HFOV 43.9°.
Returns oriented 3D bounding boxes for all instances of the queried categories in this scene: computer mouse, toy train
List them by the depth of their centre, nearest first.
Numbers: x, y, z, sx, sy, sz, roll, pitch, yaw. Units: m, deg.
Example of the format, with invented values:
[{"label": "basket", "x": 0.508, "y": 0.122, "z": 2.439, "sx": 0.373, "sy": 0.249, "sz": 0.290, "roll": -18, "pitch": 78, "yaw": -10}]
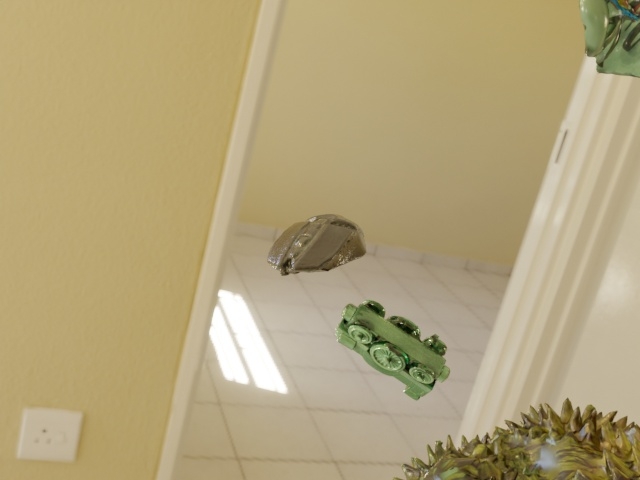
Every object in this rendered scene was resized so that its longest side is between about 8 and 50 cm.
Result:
[{"label": "computer mouse", "x": 0.000, "y": 0.000, "z": 1.129, "sx": 0.106, "sy": 0.062, "sz": 0.192, "roll": 8, "pitch": 19, "yaw": 28}, {"label": "toy train", "x": 0.101, "y": 0.156, "z": 1.154, "sx": 0.178, "sy": 0.104, "sz": 0.071, "roll": 33, "pitch": 57, "yaw": 0}]

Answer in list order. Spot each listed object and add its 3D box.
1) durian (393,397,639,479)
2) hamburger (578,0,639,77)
[{"label": "durian", "x": 0.159, "y": 0.239, "z": 0.487, "sx": 0.291, "sy": 0.224, "sz": 0.291, "roll": -16, "pitch": 35, "yaw": 11}, {"label": "hamburger", "x": 0.338, "y": -0.305, "z": 0.795, "sx": 0.261, "sy": 0.275, "sz": 0.150, "roll": 8, "pitch": 27, "yaw": -22}]
